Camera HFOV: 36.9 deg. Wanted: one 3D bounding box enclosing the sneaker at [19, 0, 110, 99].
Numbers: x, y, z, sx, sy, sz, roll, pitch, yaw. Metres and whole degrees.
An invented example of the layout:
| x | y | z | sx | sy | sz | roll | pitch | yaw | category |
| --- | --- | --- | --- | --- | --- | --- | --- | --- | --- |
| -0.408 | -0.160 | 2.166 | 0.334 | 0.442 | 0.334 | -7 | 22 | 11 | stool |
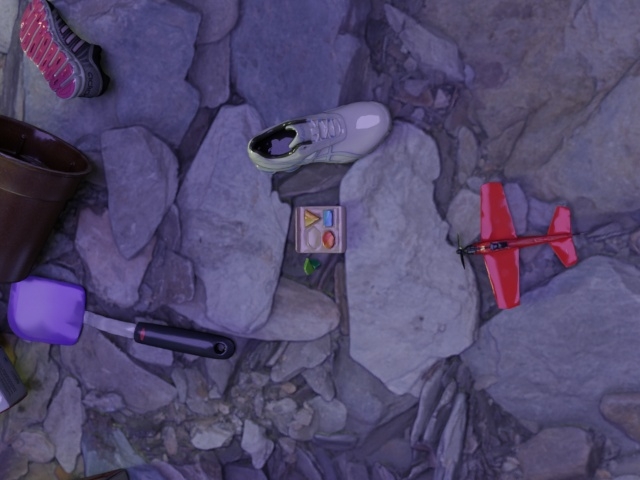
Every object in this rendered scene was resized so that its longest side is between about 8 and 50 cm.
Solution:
| x | y | z | sx | sy | sz | roll | pitch | yaw | category |
| --- | --- | --- | --- | --- | --- | --- | --- | --- | --- |
| -0.315 | -0.235 | 1.194 | 0.063 | 0.075 | 0.170 | -50 | 59 | 26 | sneaker |

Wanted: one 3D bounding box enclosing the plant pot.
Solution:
| x | y | z | sx | sy | sz | roll | pitch | yaw | category |
| --- | --- | --- | --- | --- | --- | --- | --- | --- | --- |
| -0.387 | -0.047 | 1.164 | 0.167 | 0.167 | 0.165 | 29 | 103 | 10 | plant pot |

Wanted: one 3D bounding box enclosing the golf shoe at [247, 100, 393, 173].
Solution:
| x | y | z | sx | sy | sz | roll | pitch | yaw | category |
| --- | --- | --- | --- | --- | --- | --- | --- | --- | --- |
| -0.002 | -0.119 | 1.117 | 0.176 | 0.086 | 0.069 | -18 | 86 | 10 | golf shoe |

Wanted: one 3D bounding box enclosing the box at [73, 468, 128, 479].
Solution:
| x | y | z | sx | sy | sz | roll | pitch | yaw | category |
| --- | --- | --- | --- | --- | --- | --- | --- | --- | --- |
| -0.347 | 0.388 | 1.176 | 0.232 | 0.127 | 0.149 | -16 | 88 | 12 | box |

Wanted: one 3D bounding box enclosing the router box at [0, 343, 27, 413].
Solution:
| x | y | z | sx | sy | sz | roll | pitch | yaw | category |
| --- | --- | --- | --- | --- | --- | --- | --- | --- | --- |
| -0.580 | 0.123 | 1.175 | 0.301 | 0.082 | 0.335 | -28 | 94 | 0 | router box |

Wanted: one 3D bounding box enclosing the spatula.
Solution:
| x | y | z | sx | sy | sz | roll | pitch | yaw | category |
| --- | --- | --- | --- | --- | --- | --- | --- | --- | --- |
| -0.249 | 0.109 | 1.199 | 0.296 | 0.030 | 0.084 | 11 | 94 | 11 | spatula |

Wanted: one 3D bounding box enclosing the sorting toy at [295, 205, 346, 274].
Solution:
| x | y | z | sx | sy | sz | roll | pitch | yaw | category |
| --- | --- | --- | --- | --- | --- | --- | --- | --- | --- |
| 0.000 | 0.000 | 1.155 | 0.062 | 0.012 | 0.083 | 0 | 91 | 11 | sorting toy |

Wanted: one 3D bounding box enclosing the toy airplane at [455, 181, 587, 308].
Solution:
| x | y | z | sx | sy | sz | roll | pitch | yaw | category |
| --- | --- | --- | --- | --- | --- | --- | --- | --- | --- |
| 0.230 | 0.004 | 1.100 | 0.151 | 0.028 | 0.151 | 0 | 90 | 12 | toy airplane |
